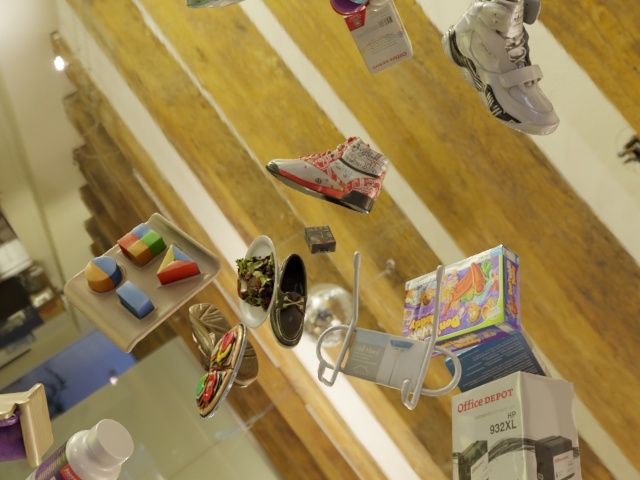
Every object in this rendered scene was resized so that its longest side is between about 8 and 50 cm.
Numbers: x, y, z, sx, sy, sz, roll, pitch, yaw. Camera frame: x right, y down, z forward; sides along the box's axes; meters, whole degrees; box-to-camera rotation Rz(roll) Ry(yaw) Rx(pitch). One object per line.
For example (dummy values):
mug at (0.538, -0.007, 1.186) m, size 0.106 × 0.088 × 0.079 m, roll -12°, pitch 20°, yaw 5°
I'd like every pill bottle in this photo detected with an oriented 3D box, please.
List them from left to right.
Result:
pill bottle at (-0.418, 0.400, 1.274) m, size 0.108 × 0.193 × 0.108 m, roll 43°, pitch 16°, yaw -15°

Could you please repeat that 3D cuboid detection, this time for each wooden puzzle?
wooden puzzle at (-0.491, 0.092, 1.981) m, size 0.322 × 0.348 × 0.080 m, roll 33°, pitch -24°, yaw 32°

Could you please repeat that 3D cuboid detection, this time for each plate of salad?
plate of salad at (-0.142, 0.086, 1.548) m, size 0.200 × 0.048 × 0.199 m, roll -28°, pitch -122°, yaw 57°

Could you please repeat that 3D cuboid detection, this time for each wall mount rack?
wall mount rack at (0.145, 0.199, 1.620) m, size 0.350 × 0.304 × 0.130 m, roll 9°, pitch -23°, yaw 26°

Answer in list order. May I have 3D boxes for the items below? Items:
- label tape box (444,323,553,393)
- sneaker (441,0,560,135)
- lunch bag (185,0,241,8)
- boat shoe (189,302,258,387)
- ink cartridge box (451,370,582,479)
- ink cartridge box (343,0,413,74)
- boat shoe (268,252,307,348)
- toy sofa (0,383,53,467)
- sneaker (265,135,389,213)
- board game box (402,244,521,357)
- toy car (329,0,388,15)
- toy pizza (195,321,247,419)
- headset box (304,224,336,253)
label tape box at (0.549, 0.433, 2.127) m, size 0.333 × 0.241 × 0.106 m, roll 61°, pitch 17°, yaw 4°
sneaker at (0.436, -0.418, 1.662) m, size 0.365 × 0.137 × 0.210 m, roll 54°, pitch -33°, yaw 21°
lunch bag at (-0.202, -0.666, 1.834) m, size 0.279 × 0.224 × 0.107 m, roll -4°, pitch -72°, yaw 39°
boat shoe at (-0.289, 0.322, 2.111) m, size 0.342 × 0.123 × 0.123 m, roll 42°, pitch -53°, yaw 40°
ink cartridge box at (0.354, 0.420, 1.342) m, size 0.223 × 0.129 × 0.307 m, roll 137°, pitch -37°, yaw -55°
ink cartridge box at (0.158, -0.566, 1.978) m, size 0.176 × 0.128 × 0.127 m, roll 61°, pitch 18°, yaw -27°
boat shoe at (-0.070, 0.132, 1.651) m, size 0.068 × 0.081 × 0.227 m, roll 114°, pitch -20°, yaw -49°
toy sofa at (-0.774, 0.415, 1.546) m, size 0.177 × 0.363 × 0.150 m, roll -91°, pitch 175°, yaw -80°
sneaker at (0.020, -0.166, 1.607) m, size 0.270 × 0.145 × 0.090 m, roll 22°, pitch -9°, yaw 25°
board game box at (0.384, 0.180, 2.022) m, size 0.078 × 0.233 × 0.347 m, roll 31°, pitch -40°, yaw -31°
toy car at (0.078, -0.580, 1.677) m, size 0.159 × 0.136 × 0.182 m, roll 44°, pitch 4°, yaw -8°
toy pizza at (-0.198, 0.248, 1.417) m, size 0.032 × 0.201 × 0.201 m, roll 25°, pitch -17°, yaw -15°
headset box at (0.000, 0.000, 1.787) m, size 0.083 × 0.062 × 0.032 m, roll -114°, pitch -156°, yaw -50°
